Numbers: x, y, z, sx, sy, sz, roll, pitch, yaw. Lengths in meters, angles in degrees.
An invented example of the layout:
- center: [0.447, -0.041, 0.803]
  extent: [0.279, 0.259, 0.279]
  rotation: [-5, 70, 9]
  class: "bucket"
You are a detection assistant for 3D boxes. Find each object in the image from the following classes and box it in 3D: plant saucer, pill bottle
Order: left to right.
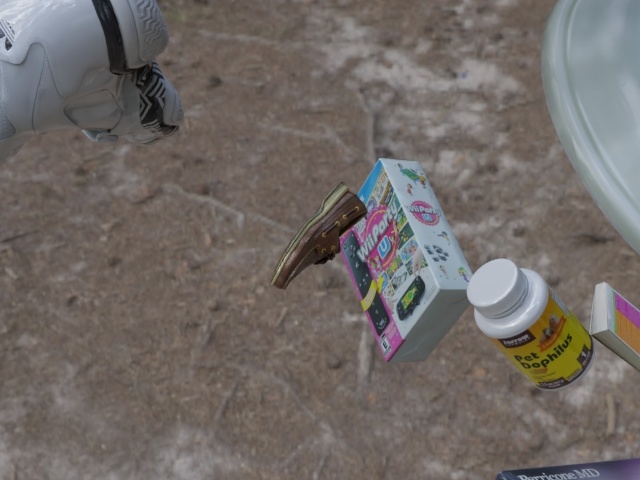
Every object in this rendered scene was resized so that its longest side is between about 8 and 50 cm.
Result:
- center: [0.305, 0.121, 1.411]
  extent: [0.117, 0.215, 0.117]
  rotation: [-30, 35, 24]
  class: "pill bottle"
- center: [0.379, -0.106, 0.810]
  extent: [0.400, 0.100, 0.401]
  rotation: [13, 54, -19]
  class: "plant saucer"

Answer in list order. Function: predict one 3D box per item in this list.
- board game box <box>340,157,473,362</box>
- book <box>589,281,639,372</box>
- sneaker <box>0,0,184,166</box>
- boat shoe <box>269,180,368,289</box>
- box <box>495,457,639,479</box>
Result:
- center: [0.149, 0.036, 1.758]
  extent: [0.097, 0.224, 0.303]
  rotation: [2, 49, -29]
  class: "board game box"
- center: [0.494, 0.142, 1.554]
  extent: [0.035, 0.144, 0.096]
  rotation: [-27, 37, 43]
  class: "book"
- center: [-0.258, -0.153, 0.944]
  extent: [0.210, 0.366, 0.137]
  rotation: [-29, 82, -11]
  class: "sneaker"
- center: [0.000, 0.000, 1.264]
  extent: [0.060, 0.064, 0.178]
  rotation: [38, 63, 2]
  class: "boat shoe"
- center: [0.333, 0.372, 0.933]
  extent: [0.296, 0.183, 0.294]
  rotation: [1, 30, -25]
  class: "box"
